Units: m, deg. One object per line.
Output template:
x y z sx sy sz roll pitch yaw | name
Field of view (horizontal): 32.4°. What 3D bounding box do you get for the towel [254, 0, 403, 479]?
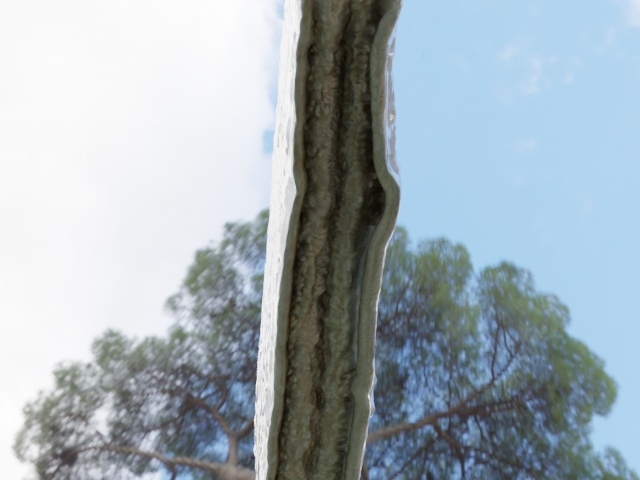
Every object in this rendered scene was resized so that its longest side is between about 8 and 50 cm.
0.000 0.000 0.509 0.049 0.187 0.282 4 -74 -4 | towel
